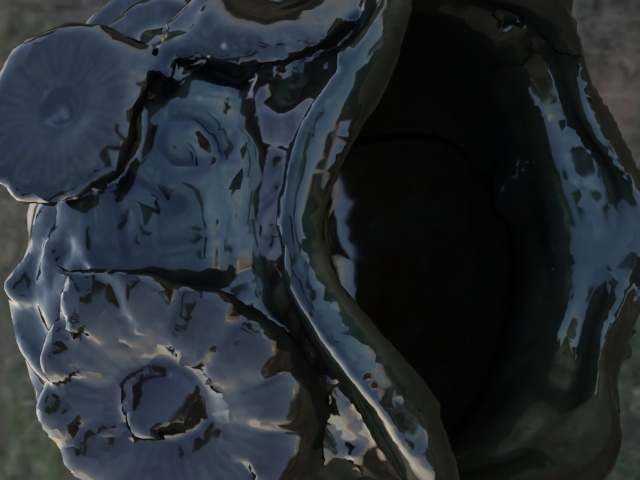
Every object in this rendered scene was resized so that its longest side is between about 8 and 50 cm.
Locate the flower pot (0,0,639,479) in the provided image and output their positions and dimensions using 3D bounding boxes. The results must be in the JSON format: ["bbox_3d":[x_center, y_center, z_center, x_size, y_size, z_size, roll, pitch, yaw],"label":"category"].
[{"bbox_3d":[0.000,0.000,0.757,0.213,0.302,0.301,-8,84,38],"label":"flower pot"}]
